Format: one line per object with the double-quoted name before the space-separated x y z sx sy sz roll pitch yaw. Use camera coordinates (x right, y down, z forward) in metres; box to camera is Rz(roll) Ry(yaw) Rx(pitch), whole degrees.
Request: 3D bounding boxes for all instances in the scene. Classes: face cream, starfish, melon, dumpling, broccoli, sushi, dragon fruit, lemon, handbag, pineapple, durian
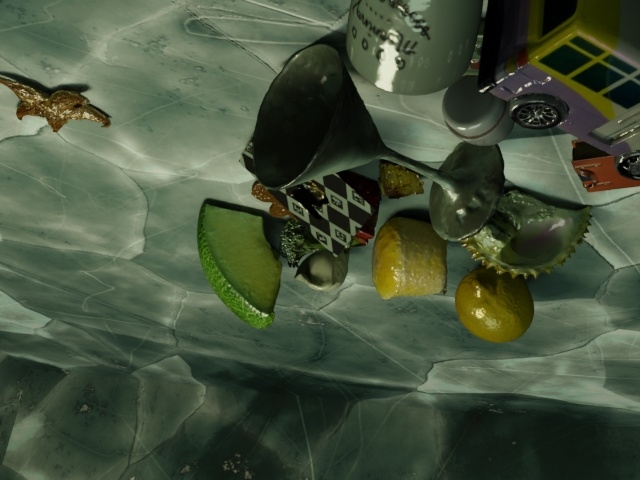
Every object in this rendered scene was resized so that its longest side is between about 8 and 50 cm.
"face cream" 0.268 -0.218 1.632 0.117 0.117 0.104 -5 162 32
"starfish" -0.546 -0.269 1.957 0.240 0.043 0.227 26 152 -27
"melon" -0.179 0.073 2.398 0.331 0.226 0.343 49 161 12
"dumpling" -0.004 0.070 2.370 0.134 0.169 0.100 -5 140 21
"broccoli" 0.000 0.001 2.301 0.204 0.118 0.122 -2 128 -11
"sushi" -0.015 -0.122 1.936 0.292 0.059 0.294 44 156 0
"dragon fruit" 0.056 -0.063 2.083 0.127 0.120 0.161 20 160 -10
"lemon" 0.423 0.155 2.348 0.187 0.187 0.244 -6 144 33
"handbag" 0.559 -0.145 1.755 0.190 0.063 0.127 -8 152 28
"pineapple" 0.148 -0.111 1.996 0.114 0.077 0.114 24 167 -19
"durian" 0.393 -0.023 2.003 0.306 0.172 0.166 20 132 -2

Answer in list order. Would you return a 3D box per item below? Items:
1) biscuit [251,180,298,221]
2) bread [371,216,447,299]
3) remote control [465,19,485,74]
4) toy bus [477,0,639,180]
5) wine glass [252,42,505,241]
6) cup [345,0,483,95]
"biscuit" -0.060 -0.089 2.166 0.205 0.031 0.138 23 142 -22
"bread" 0.200 0.040 2.187 0.170 0.197 0.197 5 157 -4
"remote control" 0.205 -0.306 1.553 0.285 0.038 0.123 4 157 14
"toy bus" 0.466 -0.246 1.369 0.440 0.209 0.249 23 153 -23
"wine glass" 0.115 -0.155 1.703 0.406 0.267 0.267 18 156 -31
"cup" 0.105 -0.362 1.335 0.258 0.186 0.234 33 153 17
